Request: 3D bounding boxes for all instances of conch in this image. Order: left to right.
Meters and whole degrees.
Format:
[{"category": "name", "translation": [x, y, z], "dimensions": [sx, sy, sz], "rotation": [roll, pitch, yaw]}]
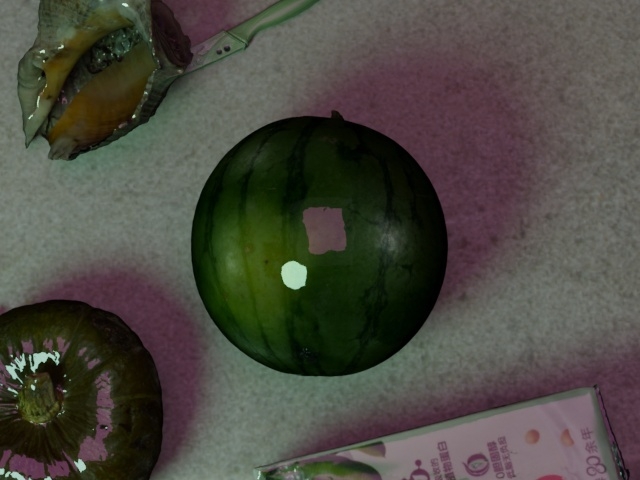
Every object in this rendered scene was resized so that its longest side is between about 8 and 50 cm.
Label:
[{"category": "conch", "translation": [-0.213, -0.179, 1.649], "dimensions": [0.163, 0.178, 0.245], "rotation": [27, 106, -34]}]

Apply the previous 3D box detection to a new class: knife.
[{"category": "knife", "translation": [-0.079, -0.209, 1.732], "dimensions": [0.207, 0.014, 0.030], "rotation": [-28, 78, -7]}]

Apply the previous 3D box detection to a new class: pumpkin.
[{"category": "pumpkin", "translation": [-0.244, 0.156, 1.556], "dimensions": [0.219, 0.162, 0.219], "rotation": [0, 72, 1]}]

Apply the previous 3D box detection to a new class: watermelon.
[{"category": "watermelon", "translation": [-0.001, 0.005, 1.563], "dimensions": [0.242, 0.242, 0.242], "rotation": [0, 75, -2]}]

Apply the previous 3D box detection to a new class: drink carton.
[{"category": "drink carton", "translation": [0.118, 0.265, 1.552], "dimensions": [0.324, 0.132, 0.194], "rotation": [-13, 77, -4]}]
